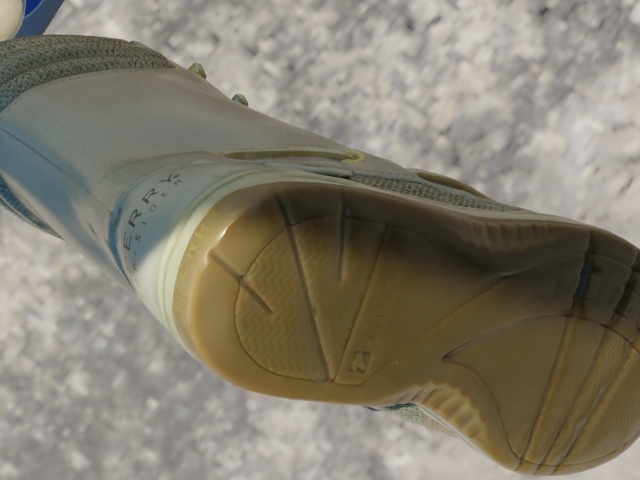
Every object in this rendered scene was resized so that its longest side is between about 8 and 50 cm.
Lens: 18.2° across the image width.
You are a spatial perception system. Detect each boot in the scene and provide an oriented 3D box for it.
[{"bbox_3d":[0.000,0.000,0.610,0.165,0.213,0.077,30,100,46],"label":"boot"}]

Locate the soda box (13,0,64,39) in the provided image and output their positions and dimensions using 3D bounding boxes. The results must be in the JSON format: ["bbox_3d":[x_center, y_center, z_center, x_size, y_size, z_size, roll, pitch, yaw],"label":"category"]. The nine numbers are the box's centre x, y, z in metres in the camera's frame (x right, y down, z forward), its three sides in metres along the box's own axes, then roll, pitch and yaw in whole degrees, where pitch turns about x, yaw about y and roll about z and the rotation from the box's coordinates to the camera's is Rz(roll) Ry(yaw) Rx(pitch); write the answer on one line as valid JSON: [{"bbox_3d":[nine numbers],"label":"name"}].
[{"bbox_3d":[-0.142,-0.182,0.959,0.083,0.092,0.263,20,131,-23],"label":"soda box"}]

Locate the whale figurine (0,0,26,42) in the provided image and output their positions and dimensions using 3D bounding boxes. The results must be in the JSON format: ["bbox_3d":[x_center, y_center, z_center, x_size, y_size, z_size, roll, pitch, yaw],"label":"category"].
[{"bbox_3d":[-0.118,-0.179,0.762,0.272,0.141,0.216,10,118,7],"label":"whale figurine"}]
